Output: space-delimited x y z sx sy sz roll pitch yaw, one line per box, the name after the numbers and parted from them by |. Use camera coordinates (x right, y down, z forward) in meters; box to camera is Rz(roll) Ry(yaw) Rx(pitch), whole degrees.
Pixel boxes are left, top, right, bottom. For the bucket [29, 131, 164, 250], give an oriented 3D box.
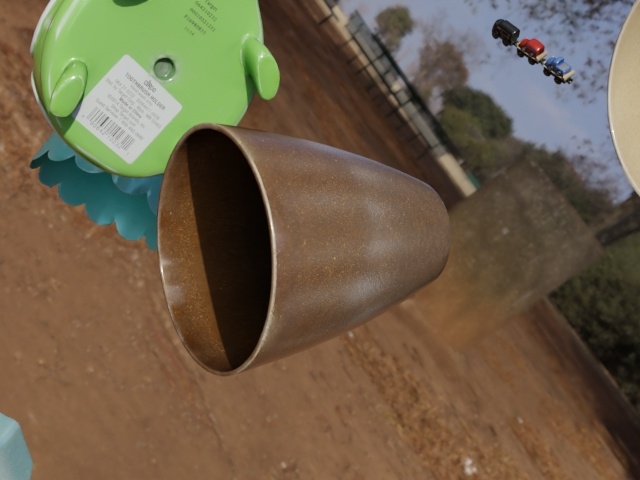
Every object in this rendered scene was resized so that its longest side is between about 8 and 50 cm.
-0.287 -0.125 1.373 0.281 0.183 0.281 24 -19 9 | bucket

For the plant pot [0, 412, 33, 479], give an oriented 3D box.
-0.706 0.454 1.714 0.248 0.252 0.247 19 -47 23 | plant pot

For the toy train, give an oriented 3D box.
0.319 -0.285 1.328 0.158 0.027 0.036 45 -26 27 | toy train

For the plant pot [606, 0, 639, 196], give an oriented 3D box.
0.449 -0.143 0.842 0.191 0.284 0.284 -6 49 -33 | plant pot

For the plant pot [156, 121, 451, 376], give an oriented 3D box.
0.000 0.000 0.812 0.230 0.215 0.215 -5 48 -33 | plant pot

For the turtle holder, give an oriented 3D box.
-0.192 -0.238 0.990 0.243 0.320 0.227 8 17 -31 | turtle holder
